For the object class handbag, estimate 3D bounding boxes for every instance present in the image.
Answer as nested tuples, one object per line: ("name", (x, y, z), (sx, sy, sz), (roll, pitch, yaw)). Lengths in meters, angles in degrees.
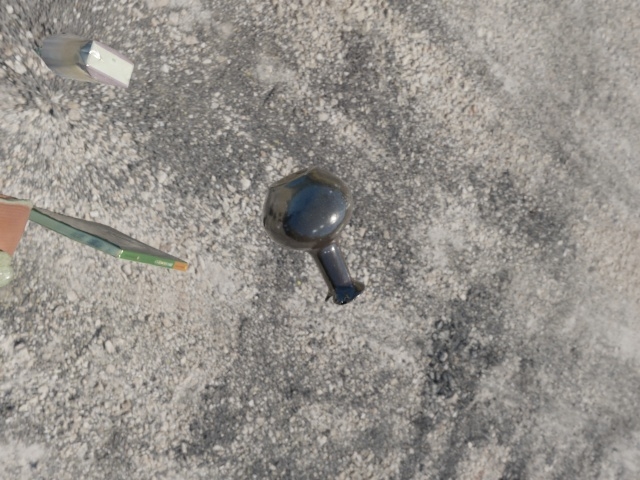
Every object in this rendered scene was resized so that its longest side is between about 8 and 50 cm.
("handbag", (-0.495, -0.383, 1.002), (0.117, 0.173, 0.095), (20, 87, -67))

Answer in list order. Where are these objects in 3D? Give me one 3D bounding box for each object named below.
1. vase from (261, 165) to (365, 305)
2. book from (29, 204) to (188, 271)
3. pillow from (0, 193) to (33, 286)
("vase", (0.000, 0.000, 0.619), (0.120, 0.120, 0.183), (-28, 105, -20))
("book", (-0.481, 0.002, 1.093), (0.260, 0.371, 0.043), (23, 85, 7))
("pillow", (-0.297, 0.039, 0.329), (0.075, 0.171, 0.179), (37, 91, 8))
